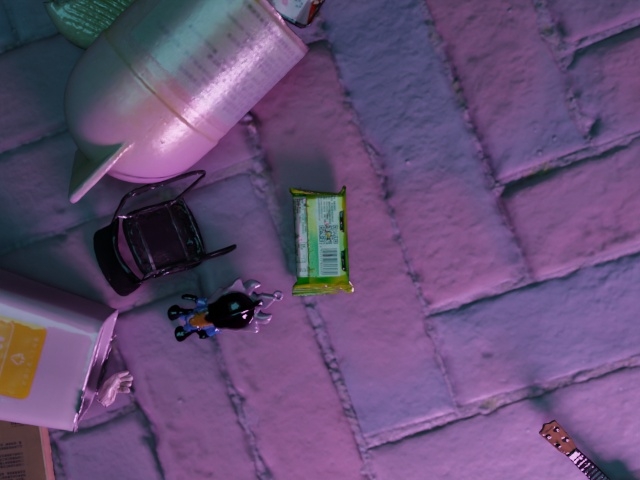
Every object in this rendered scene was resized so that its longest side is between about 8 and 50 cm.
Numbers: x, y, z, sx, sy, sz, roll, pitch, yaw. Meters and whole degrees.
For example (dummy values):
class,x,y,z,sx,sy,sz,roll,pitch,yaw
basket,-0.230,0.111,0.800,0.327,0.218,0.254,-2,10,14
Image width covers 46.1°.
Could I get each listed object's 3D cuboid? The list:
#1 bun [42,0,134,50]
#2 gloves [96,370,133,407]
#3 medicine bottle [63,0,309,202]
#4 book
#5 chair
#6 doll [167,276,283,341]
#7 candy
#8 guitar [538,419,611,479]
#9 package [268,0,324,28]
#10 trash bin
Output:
class,x,y,z,sx,sy,sz,roll,pitch,yaw
bun,-0.346,-0.415,1.223,0.212,0.126,0.204,-39,111,10
gloves,-0.348,0.249,1.254,0.081,0.044,0.037,-37,71,-16
medicine bottle,-0.240,-0.235,1.152,0.406,0.236,0.236,-43,85,8
book,-0.534,0.388,1.282,0.161,0.026,0.231,-8,88,7
chair,-0.263,-0.001,1.223,0.145,0.221,0.140,-20,85,-37
doll,-0.152,0.114,1.223,0.195,0.070,0.096,-16,103,13
candy,0.000,0.000,1.226,0.102,0.032,0.178,-3,90,10
guitar,0.440,0.378,1.166,0.271,0.038,0.084,45,93,2
package,-0.082,-0.471,1.242,0.232,0.040,0.166,28,95,-2
trash bin,-0.524,0.151,1.190,0.367,0.296,0.256,16,89,-8
